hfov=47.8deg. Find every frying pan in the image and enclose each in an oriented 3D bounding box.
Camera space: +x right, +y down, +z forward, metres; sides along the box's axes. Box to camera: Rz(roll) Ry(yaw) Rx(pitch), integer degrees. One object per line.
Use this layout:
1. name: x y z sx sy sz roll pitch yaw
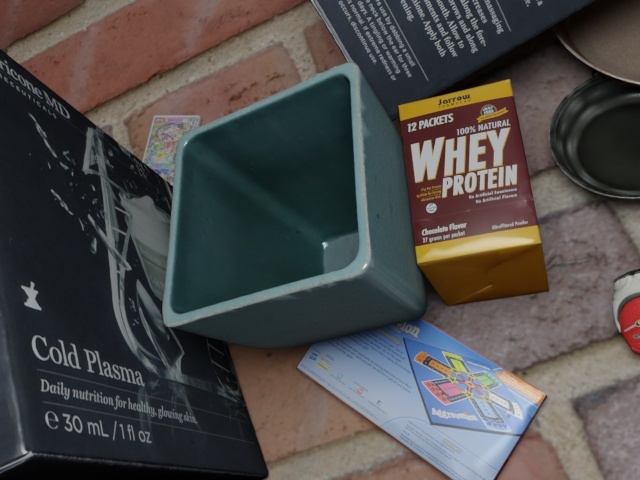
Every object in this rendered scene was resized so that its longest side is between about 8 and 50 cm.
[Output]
1. frying pan: 0.350 -0.171 0.912 0.197 0.053 0.326 -35 54 0

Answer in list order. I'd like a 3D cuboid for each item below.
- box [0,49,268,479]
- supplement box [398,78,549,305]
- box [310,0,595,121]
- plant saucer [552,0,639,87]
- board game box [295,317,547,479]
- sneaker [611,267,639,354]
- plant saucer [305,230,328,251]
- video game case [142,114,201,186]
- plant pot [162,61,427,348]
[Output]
1. box: -0.338 0.098 0.839 0.297 0.480 0.472 -28 65 8
2. supplement box: 0.184 -0.046 0.853 0.129 0.191 0.194 -11 68 16
3. box: 0.178 -0.374 0.884 0.395 0.212 0.293 -30 30 11
4. plant saucer: 0.442 -0.297 0.899 0.310 0.050 0.311 -8 59 13
5. board game box: 0.117 0.175 0.894 0.281 0.027 0.145 31 86 27
6. sneaker: 0.464 0.073 0.775 0.279 0.107 0.118 -8 88 21
7. plant saucer: -0.064 -0.029 1.028 0.195 0.037 0.195 -7 69 19
8. video game case: -0.241 -0.143 1.149 0.087 0.011 0.122 4 74 22
9. plant pot: 0.000 0.000 0.839 0.247 0.252 0.248 -17 58 27
